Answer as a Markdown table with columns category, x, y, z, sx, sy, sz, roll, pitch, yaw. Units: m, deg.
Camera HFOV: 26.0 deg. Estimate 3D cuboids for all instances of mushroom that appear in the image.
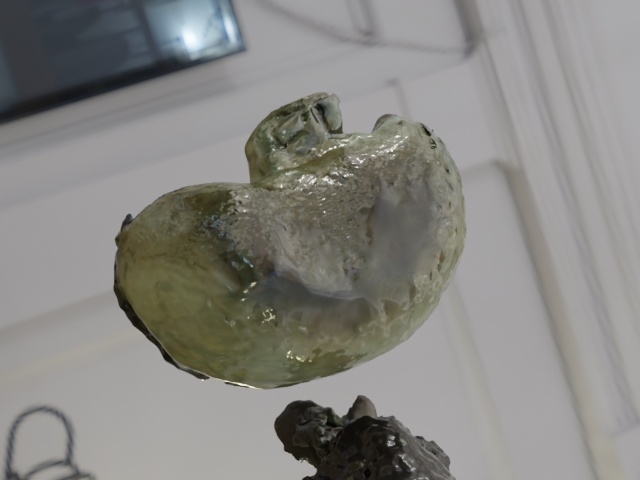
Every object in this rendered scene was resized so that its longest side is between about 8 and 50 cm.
| category | x | y | z | sx | sy | sz | roll | pitch | yaw |
| --- | --- | --- | --- | --- | --- | --- | --- | --- | --- |
| mushroom | 0.001 | 0.000 | 1.182 | 0.130 | 0.344 | 0.247 | 11 | -73 | 50 |

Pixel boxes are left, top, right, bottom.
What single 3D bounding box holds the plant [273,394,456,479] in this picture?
| category | x | y | z | sx | sy | sz | roll | pitch | yaw |
| --- | --- | --- | --- | --- | --- | --- | --- | --- | --- |
| plant | 0.045 | 0.221 | 1.230 | 0.142 | 0.131 | 0.203 | 34 | 12 | -32 |
